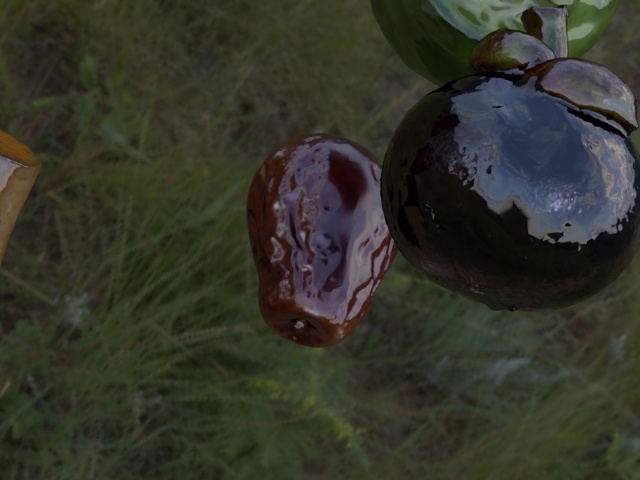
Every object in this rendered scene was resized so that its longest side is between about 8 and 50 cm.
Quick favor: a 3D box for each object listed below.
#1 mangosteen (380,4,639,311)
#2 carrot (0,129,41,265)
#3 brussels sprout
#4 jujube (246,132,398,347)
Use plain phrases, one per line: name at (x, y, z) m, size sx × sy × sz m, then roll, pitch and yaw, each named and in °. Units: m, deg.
mangosteen at (0.160, -0.069, 1.022) m, size 0.211 × 0.211 × 0.250 m, roll 21°, pitch 81°, yaw -26°
carrot at (-0.326, 0.046, 1.052) m, size 0.138 × 0.302 × 0.139 m, roll 25°, pitch 8°, yaw -4°
brussels sprout at (0.176, -0.340, 1.396) m, size 0.275 × 0.371 × 0.315 m, roll -9°, pitch 10°, yaw 0°
jujube at (0.000, 0.000, 1.512) m, size 0.190 × 0.190 × 0.255 m, roll 26°, pitch 56°, yaw -20°
